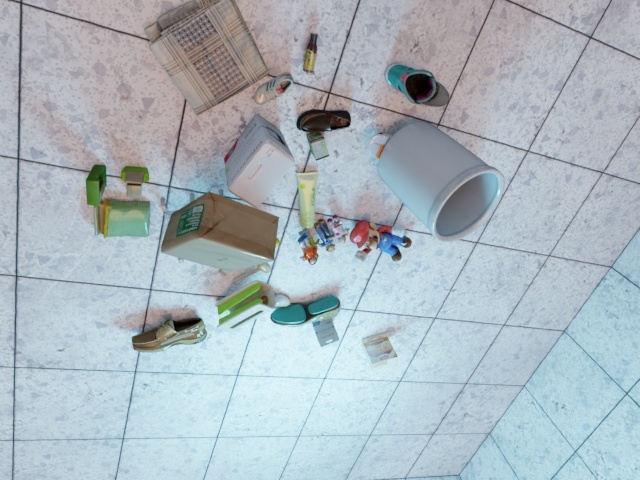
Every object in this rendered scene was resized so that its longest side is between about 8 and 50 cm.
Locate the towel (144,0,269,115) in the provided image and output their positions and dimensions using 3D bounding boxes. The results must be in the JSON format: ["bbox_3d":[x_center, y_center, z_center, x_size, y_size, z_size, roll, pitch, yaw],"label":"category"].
[{"bbox_3d":[-0.370,-0.625,1.512,0.312,0.056,0.324,-28,125,2],"label":"towel"}]

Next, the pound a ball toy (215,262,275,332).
[{"bbox_3d":[-0.320,0.255,2.035,0.319,0.208,0.135,-31,143,25],"label":"pound a ball toy"}]

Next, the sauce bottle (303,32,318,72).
[{"bbox_3d":[-0.033,-0.659,1.601,0.042,0.042,0.128,1,119,-17],"label":"sauce bottle"}]

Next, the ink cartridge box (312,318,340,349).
[{"bbox_3d":[0.032,0.467,2.256,0.104,0.180,0.060,-21,125,-2],"label":"ink cartridge box"}]

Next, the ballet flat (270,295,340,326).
[{"bbox_3d":[-0.067,0.362,2.207,0.348,0.123,0.123,-14,125,-8],"label":"ballet flat"}]

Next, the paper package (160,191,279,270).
[{"bbox_3d":[-0.355,-0.015,1.615,0.309,0.168,0.324,19,159,-36],"label":"paper package"}]

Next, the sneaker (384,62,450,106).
[{"bbox_3d":[0.397,-0.565,1.706,0.295,0.178,0.124,15,116,-25],"label":"sneaker"}]

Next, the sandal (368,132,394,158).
[{"bbox_3d":[0.279,-0.386,1.856,0.265,0.076,0.102,3,129,-40],"label":"sandal"}]

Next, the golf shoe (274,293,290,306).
[{"bbox_3d":[-0.216,0.291,2.128,0.176,0.086,0.069,16,114,-27],"label":"golf shoe"}]

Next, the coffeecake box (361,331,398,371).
[{"bbox_3d":[0.313,0.592,2.418,0.142,0.185,0.068,-14,125,-8],"label":"coffeecake box"}]

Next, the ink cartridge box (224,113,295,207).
[{"bbox_3d":[-0.227,-0.288,1.617,0.131,0.306,0.226,31,109,-30],"label":"ink cartridge box"}]

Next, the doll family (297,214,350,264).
[{"bbox_3d":[0.000,0.000,2.008,0.263,0.118,0.163,-34,121,-16],"label":"doll family"}]

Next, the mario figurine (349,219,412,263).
[{"bbox_3d":[0.269,0.019,2.043,0.320,0.170,0.198,16,82,-33],"label":"mario figurine"}]

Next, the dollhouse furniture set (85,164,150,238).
[{"bbox_3d":[-0.734,-0.109,1.673,0.197,0.151,0.302,2,121,-18],"label":"dollhouse furniture set"}]

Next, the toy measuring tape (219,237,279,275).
[{"bbox_3d":[-0.302,0.051,1.960,0.330,0.121,0.121,-26,129,29],"label":"toy measuring tape"}]

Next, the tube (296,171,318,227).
[{"bbox_3d":[-0.056,-0.169,1.900,0.070,0.062,0.240,-32,133,-48],"label":"tube"}]

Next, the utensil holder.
[{"bbox_3d":[0.453,-0.239,1.764,0.327,0.385,0.328,-20,139,-18],"label":"utensil holder"}]

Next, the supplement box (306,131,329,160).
[{"bbox_3d":[-0.011,-0.370,1.766,0.056,0.083,0.083,-21,126,-3],"label":"supplement box"}]

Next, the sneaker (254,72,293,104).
[{"bbox_3d":[-0.165,-0.536,1.618,0.161,0.075,0.057,-32,125,4],"label":"sneaker"}]

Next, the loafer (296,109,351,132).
[{"bbox_3d":[0.018,-0.452,1.725,0.219,0.078,0.080,-11,124,-10],"label":"loafer"}]

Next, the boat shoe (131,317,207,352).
[{"bbox_3d":[-0.680,0.410,2.054,0.323,0.122,0.120,-8,119,-22],"label":"boat shoe"}]

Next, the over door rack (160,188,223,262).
[{"bbox_3d":[-0.485,-0.066,1.817,0.239,0.108,0.324,-10,138,-11],"label":"over door rack"}]
